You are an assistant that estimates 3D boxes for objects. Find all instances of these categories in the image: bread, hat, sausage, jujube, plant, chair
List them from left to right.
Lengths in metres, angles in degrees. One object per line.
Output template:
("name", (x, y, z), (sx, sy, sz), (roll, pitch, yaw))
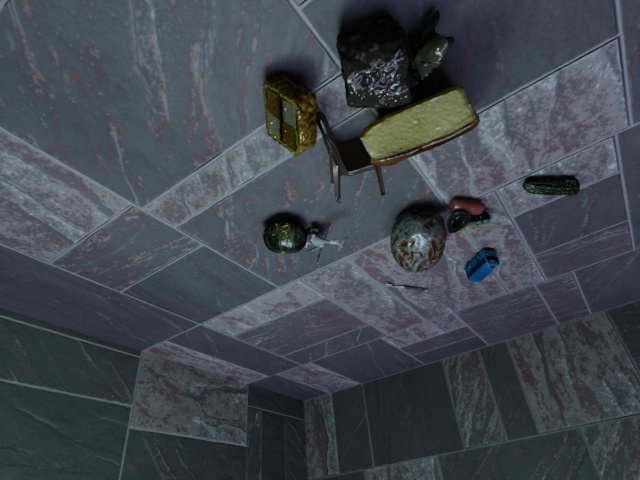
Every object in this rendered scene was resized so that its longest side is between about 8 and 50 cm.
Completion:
("bread", (-0.089, -0.387, 1.307), (0.096, 0.181, 0.222), (-41, 154, -27))
("chair", (0.103, -0.300, 1.447), (0.183, 0.176, 0.327), (-16, 141, 1))
("plant", (0.206, -0.495, 1.161), (0.312, 0.215, 0.213), (-12, 143, 3))
("jujube", (0.430, -0.001, 1.855), (0.246, 0.216, 0.308), (-9, 139, 10))
("bread", (0.307, -0.344, 1.303), (0.323, 0.333, 0.143), (-21, 97, 21))
("hat", (0.584, -0.086, 1.814), (0.121, 0.050, 0.121), (-13, 131, -15))
("sausage", (0.633, -0.145, 1.818), (0.154, 0.062, 0.062), (5, 142, -15))

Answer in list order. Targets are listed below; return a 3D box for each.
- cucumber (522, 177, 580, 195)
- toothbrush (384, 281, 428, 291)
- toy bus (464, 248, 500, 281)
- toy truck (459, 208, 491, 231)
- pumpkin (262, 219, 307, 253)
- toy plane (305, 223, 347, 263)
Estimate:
("cucumber", (0.959, -0.222, 1.757), (0.265, 0.077, 0.077), (-1, 143, -4))
("toothbrush", (0.490, 0.264, 2.385), (0.287, 0.024, 0.026), (10, 127, -19))
("toy bus", (0.837, 0.131, 2.183), (0.089, 0.106, 0.185), (8, 141, -14))
("toy truck", (0.675, -0.085, 1.898), (0.168, 0.077, 0.100), (-13, 157, 5))
("pumpkin", (-0.151, -0.015, 1.813), (0.190, 0.147, 0.190), (-10, 173, -1))
("toy plane", (-0.003, 0.010, 1.821), (0.107, 0.273, 0.182), (25, 98, -24))
